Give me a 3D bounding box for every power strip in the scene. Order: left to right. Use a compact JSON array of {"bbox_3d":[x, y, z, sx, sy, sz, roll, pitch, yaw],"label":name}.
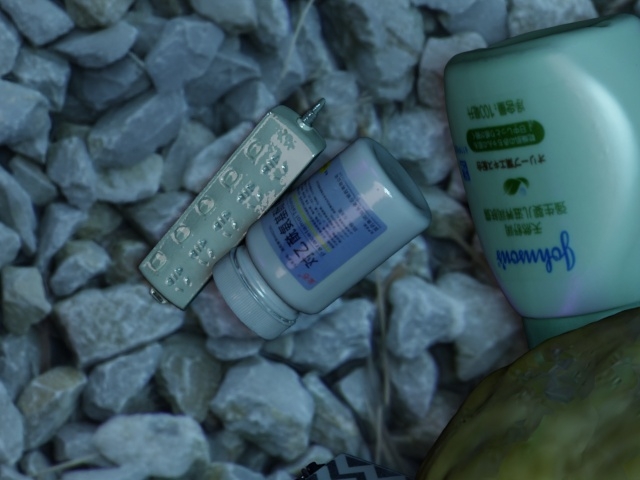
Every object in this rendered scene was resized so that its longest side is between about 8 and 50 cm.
[{"bbox_3d":[-0.078,-0.036,1.667,0.060,0.027,0.253,43,103,8],"label":"power strip"}]

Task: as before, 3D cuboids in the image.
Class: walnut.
[{"bbox_3d":[0.250,0.227,1.340,0.383,0.383,0.384,1,95,15],"label":"walnut"}]

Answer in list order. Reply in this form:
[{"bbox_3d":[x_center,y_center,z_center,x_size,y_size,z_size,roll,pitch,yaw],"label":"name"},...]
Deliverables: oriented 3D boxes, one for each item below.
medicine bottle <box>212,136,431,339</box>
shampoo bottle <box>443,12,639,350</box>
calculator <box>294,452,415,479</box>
[{"bbox_3d":[0.000,0.000,1.611,0.186,0.103,0.103,-38,85,14],"label":"medicine bottle"},{"bbox_3d":[0.225,-0.005,1.516,0.222,0.151,0.350,-5,103,50],"label":"shampoo bottle"},{"bbox_3d":[-0.023,0.272,1.547,0.165,0.274,0.028,12,126,46],"label":"calculator"}]
